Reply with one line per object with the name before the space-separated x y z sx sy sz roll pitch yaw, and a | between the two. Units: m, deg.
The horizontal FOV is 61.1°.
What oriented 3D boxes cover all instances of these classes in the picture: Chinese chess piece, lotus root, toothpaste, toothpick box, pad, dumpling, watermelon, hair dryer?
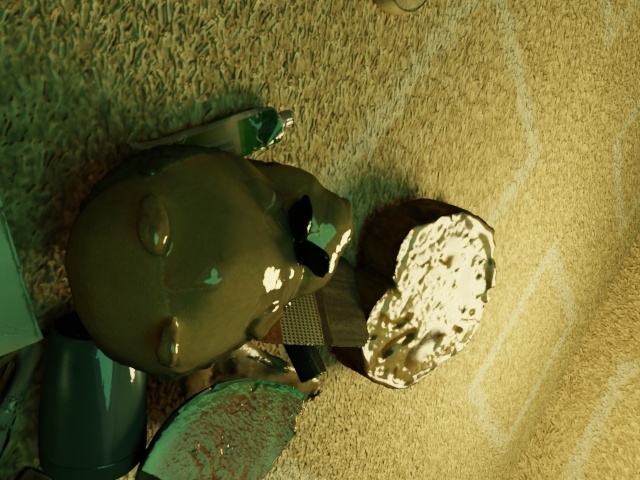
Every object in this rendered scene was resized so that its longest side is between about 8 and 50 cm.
Chinese chess piece | 0.126 -0.414 0.837 0.122 0.051 0.122 -23 124 -38
lotus root | 0.199 0.110 1.061 0.375 0.111 0.390 40 80 -36
toothpaste | -0.131 -0.125 0.696 0.248 0.047 0.078 -29 128 -33
toothpick box | -0.262 0.175 0.633 0.120 0.120 0.184 -7 109 -46
pad | -0.017 0.003 0.856 0.250 0.055 0.323 12 75 -43
dumpling | -0.132 0.206 0.811 0.166 0.086 0.332 -41 137 0
watermelon | -0.145 0.241 0.694 0.231 0.128 0.146 -48 129 -27
hair dryer | -0.008 0.121 0.888 0.195 0.050 0.173 -12 77 -58

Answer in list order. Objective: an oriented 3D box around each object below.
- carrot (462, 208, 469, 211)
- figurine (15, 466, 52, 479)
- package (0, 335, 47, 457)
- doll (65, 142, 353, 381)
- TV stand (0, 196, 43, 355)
carrot | 0.256 0.053 1.176 0.070 0.070 0.260 20 94 -49
figurine | -0.292 0.370 0.566 0.308 0.308 0.143 -31 123 -35
package | -0.392 0.167 0.557 0.173 0.027 0.171 22 90 -52
doll | -0.099 0.007 0.616 0.349 0.247 0.247 -20 123 -63
TV stand | -0.334 -0.025 0.478 0.088 0.083 0.269 -21 118 -38
